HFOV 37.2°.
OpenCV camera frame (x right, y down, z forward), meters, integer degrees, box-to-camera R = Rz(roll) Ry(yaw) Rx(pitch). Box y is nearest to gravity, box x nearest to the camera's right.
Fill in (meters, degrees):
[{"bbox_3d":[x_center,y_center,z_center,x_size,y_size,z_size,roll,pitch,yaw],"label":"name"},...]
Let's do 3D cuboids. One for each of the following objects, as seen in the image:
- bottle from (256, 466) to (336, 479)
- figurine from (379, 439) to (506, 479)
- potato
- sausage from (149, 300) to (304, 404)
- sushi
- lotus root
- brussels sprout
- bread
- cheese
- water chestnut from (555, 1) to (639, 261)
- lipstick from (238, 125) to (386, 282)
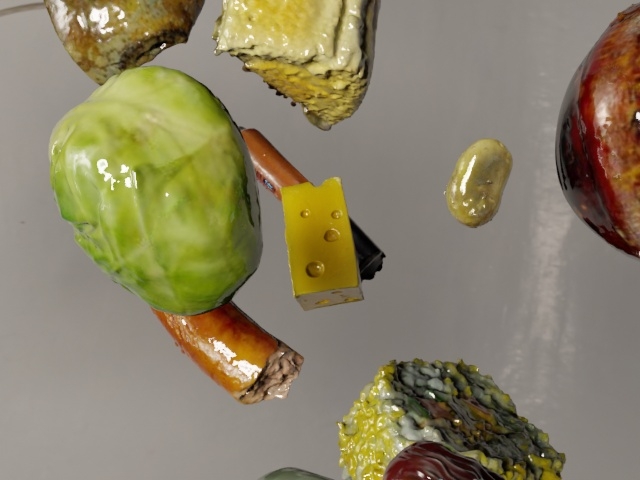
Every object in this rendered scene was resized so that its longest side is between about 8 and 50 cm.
[{"bbox_3d":[-0.032,0.281,0.392,0.168,0.168,0.347,43,67,-33],"label":"bottle"},{"bbox_3d":[0.149,0.288,0.865,0.240,0.116,0.174,47,29,10],"label":"figurine"},{"bbox_3d":[0.241,-0.087,1.447,0.091,0.070,0.138,21,90,-21],"label":"potato"},{"bbox_3d":[-0.133,0.042,0.976,0.102,0.302,0.076,-35,163,-2],"label":"sausage"},{"bbox_3d":[0.230,0.390,1.670,0.396,0.351,0.240,9,117,-47],"label":"sushi"},{"bbox_3d":[-0.276,-0.371,1.297,0.210,0.314,0.142,-33,136,7],"label":"lotus root"},{"bbox_3d":[-0.131,-0.039,0.790,0.161,0.223,0.223,-36,117,-9],"label":"brussels sprout"},{"bbox_3d":[-0.005,-0.278,1.184,0.262,0.162,0.204,25,64,-53],"label":"bread"},{"bbox_3d":[0.000,0.000,1.331,0.093,0.126,0.171,-11,78,4],"label":"cheese"},{"bbox_3d":[0.446,-0.123,1.082,0.350,0.302,0.351,7,76,-31],"label":"water chestnut"},{"bbox_3d":[-0.036,-0.075,1.635,0.077,0.418,0.077,-26,140,-24],"label":"lipstick"}]
